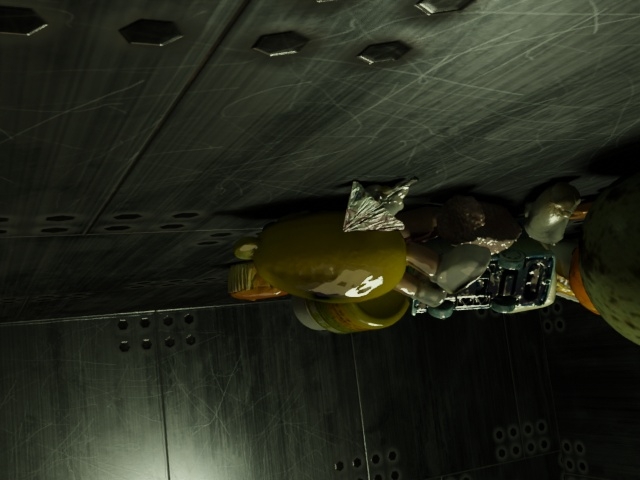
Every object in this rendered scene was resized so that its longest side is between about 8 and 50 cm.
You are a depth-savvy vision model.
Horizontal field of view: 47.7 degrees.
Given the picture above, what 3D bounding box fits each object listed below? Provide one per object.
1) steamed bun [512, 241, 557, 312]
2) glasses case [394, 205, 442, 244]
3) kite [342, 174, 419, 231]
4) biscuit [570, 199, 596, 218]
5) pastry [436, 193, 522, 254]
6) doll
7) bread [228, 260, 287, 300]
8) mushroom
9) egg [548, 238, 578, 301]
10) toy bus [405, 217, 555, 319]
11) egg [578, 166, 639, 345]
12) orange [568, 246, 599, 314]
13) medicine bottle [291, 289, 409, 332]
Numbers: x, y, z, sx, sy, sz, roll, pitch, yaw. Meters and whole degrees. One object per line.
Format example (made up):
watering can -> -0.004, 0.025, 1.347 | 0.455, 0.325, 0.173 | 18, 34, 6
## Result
steamed bun -> 0.496, 0.055, 1.811 | 0.170, 0.238, 0.152 | -12, -150, 20
glasses case -> 0.184, -0.018, 1.516 | 0.194, 0.070, 0.103 | -14, 170, 42
kite -> 0.096, -0.057, 1.174 | 0.157, 0.011, 0.139 | -37, 127, 23
biscuit -> 0.625, -0.081, 1.556 | 0.166, 0.036, 0.250 | -9, 175, 12
pastry -> 0.306, -0.029, 1.426 | 0.112, 0.102, 0.265 | -30, 156, 25
doll -> 0.097, 0.031, 1.338 | 0.348, 0.161, 0.423 | -28, 137, 33
bread -> -0.162, 0.110, 2.010 | 0.191, 0.114, 0.132 | -1, 174, 1
mushroom -> 0.457, -0.050, 1.442 | 0.096, 0.099, 0.278 | -14, 167, 10
egg -> 0.735, 0.070, 2.248 | 0.286, 0.174, 0.264 | 22, 179, -22
toy bus -> 0.337, 0.056, 1.608 | 0.313, 0.152, 0.190 | -3, -150, -6
egg -> 0.655, 0.038, 1.237 | 0.428, 0.344, 0.345 | 20, 167, -9
orange -> 0.835, 0.084, 2.018 | 0.284, 0.283, 0.226 | -1, -151, -32
medicine bottle -> 0.073, 0.150, 2.053 | 0.224, 0.224, 0.384 | -3, 171, -25
